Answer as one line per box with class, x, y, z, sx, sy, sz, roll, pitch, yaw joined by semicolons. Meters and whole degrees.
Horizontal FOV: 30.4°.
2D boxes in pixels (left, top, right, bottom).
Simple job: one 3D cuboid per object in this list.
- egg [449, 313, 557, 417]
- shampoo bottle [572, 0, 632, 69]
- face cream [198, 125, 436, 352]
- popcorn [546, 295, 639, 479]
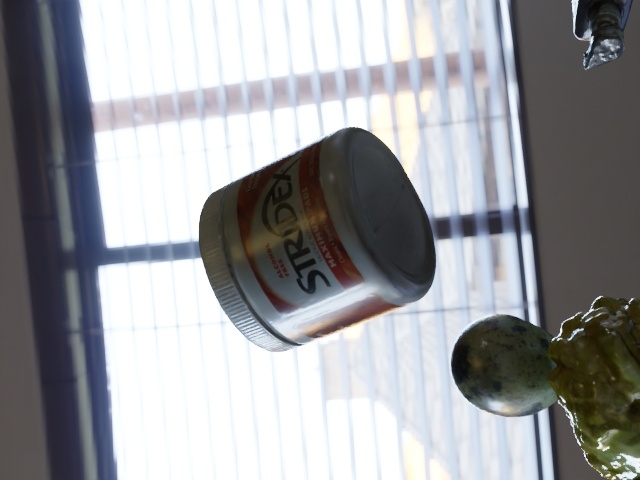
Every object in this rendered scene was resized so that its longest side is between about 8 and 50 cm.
egg;0.264;0.175;1.622;0.182;0.141;0.141;18;-119;-28
shampoo bottle;0.333;-0.320;1.394;0.098;0.071;0.309;95;-178;-47
face cream;0.000;0.000;1.269;0.201;0.187;0.201;43;-146;-40
popcorn;0.401;0.204;1.506;0.286;0.174;0.225;56;-168;-13
